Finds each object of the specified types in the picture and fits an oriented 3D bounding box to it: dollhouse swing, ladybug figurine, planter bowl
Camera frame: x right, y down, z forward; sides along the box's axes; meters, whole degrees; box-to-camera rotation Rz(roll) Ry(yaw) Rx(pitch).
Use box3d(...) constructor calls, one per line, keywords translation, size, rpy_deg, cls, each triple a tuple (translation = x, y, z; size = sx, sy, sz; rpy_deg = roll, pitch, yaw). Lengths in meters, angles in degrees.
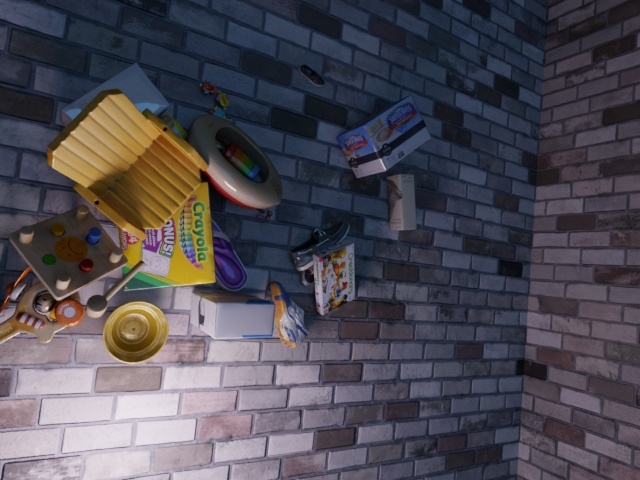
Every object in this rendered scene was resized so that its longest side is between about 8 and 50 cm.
box3d(translation=(-0.583, -0.230, 1.404), size=(0.315, 0.305, 0.347), rpy_deg=(41, 82, -2), cls="dollhouse swing")
box3d(translation=(-0.335, -0.280, 1.740), size=(0.449, 0.161, 0.305), rpy_deg=(45, 36, -20), cls="ladybug figurine")
box3d(translation=(-0.662, 0.321, 1.607), size=(0.217, 0.090, 0.218), rpy_deg=(1, 89, -30), cls="planter bowl")

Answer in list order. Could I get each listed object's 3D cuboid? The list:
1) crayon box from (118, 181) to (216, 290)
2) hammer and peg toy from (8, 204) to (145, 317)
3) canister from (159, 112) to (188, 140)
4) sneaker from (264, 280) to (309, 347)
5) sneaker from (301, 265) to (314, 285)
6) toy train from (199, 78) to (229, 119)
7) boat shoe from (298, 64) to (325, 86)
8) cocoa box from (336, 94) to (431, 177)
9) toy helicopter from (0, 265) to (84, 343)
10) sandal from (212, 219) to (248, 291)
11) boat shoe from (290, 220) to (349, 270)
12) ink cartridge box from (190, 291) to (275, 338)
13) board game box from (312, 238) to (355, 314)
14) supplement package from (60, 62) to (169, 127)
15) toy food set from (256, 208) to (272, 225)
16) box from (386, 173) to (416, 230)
box3d(translation=(-0.547, -0.018, 1.617), size=(0.312, 0.106, 0.364), rpy_deg=(-5, 91, -10), cls="crayon box")
box3d(translation=(-0.761, 0.071, 1.445), size=(0.361, 0.127, 0.266), rpy_deg=(50, 43, 2), cls="hammer and peg toy")
box3d(translation=(-0.593, -0.375, 1.670), size=(0.126, 0.073, 0.170), rpy_deg=(48, 65, -21), cls="canister")
box3d(translation=(-0.142, 0.302, 1.928), size=(0.131, 0.111, 0.297), rpy_deg=(-28, 106, -46), cls="sneaker")
box3d(translation=(-0.007, 0.111, 2.008), size=(0.084, 0.083, 0.215), rpy_deg=(46, 69, -24), cls="sneaker")
box3d(translation=(-0.429, -0.545, 1.789), size=(0.125, 0.046, 0.167), rpy_deg=(7, 83, -29), cls="toy train")
box3d(translation=(-0.034, -0.742, 2.029), size=(0.142, 0.040, 0.049), rpy_deg=(25, 76, -28), cls="boat shoe")
box3d(translation=(0.297, -0.486, 2.112), size=(0.347, 0.231, 0.228), rpy_deg=(-37, 107, -26), cls="cocoa box")
box3d(translation=(-0.946, 0.239, 1.411), size=(0.355, 0.140, 0.235), rpy_deg=(-37, 97, -29), cls="toy helicopter")
box3d(translation=(-0.419, 0.027, 1.750), size=(0.416, 0.102, 0.169), rpy_deg=(49, 67, -21), cls="sandal")
box3d(translation=(0.000, 0.000, 1.996), size=(0.319, 0.116, 0.099), rpy_deg=(-41, 111, -19), cls="boat shoe")
box3d(translation=(-0.335, 0.272, 1.679), size=(0.223, 0.307, 0.129), rpy_deg=(5, 89, -31), cls="ink cartridge box")
box3d(translation=(0.064, 0.164, 2.001), size=(0.192, 0.053, 0.306), rpy_deg=(-23, 125, -29), cls="board game box")
box3d(translation=(-0.702, -0.435, 1.544), size=(0.293, 0.177, 0.175), rpy_deg=(-46, 111, -22), cls="supplement package")
box3d(translation=(-0.241, -0.127, 1.907), size=(0.077, 0.019, 0.122), rpy_deg=(-17, 98, -30), cls="toy food set")
box3d(translation=(0.404, -0.188, 2.244), size=(0.094, 0.113, 0.276), rpy_deg=(-4, 90, -30), cls="box")
